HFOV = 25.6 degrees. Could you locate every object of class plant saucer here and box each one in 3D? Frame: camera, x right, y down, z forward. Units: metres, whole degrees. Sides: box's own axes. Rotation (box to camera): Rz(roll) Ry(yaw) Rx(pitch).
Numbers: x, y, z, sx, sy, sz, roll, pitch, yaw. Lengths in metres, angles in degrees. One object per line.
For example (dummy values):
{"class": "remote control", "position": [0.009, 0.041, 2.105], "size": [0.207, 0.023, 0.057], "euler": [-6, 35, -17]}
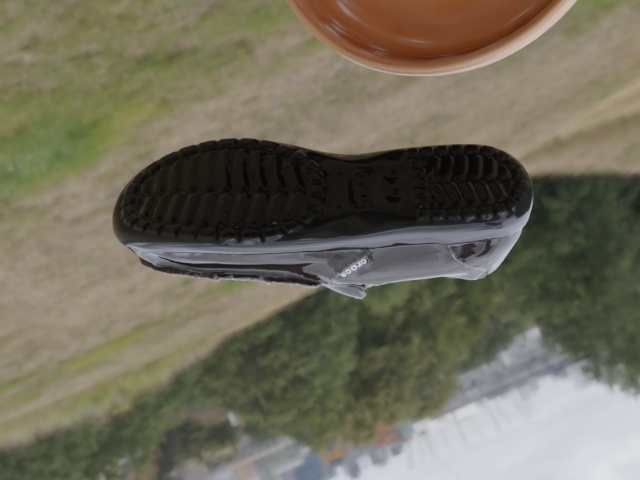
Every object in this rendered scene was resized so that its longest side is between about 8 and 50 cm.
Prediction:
{"class": "plant saucer", "position": [0.066, -0.182, 0.742], "size": [0.200, 0.200, 0.037], "euler": [-27, 162, 22]}

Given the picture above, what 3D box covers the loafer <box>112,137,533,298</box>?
{"class": "loafer", "position": [0.000, 0.000, 0.740], "size": [0.220, 0.080, 0.078], "euler": [1, 136, 8]}
